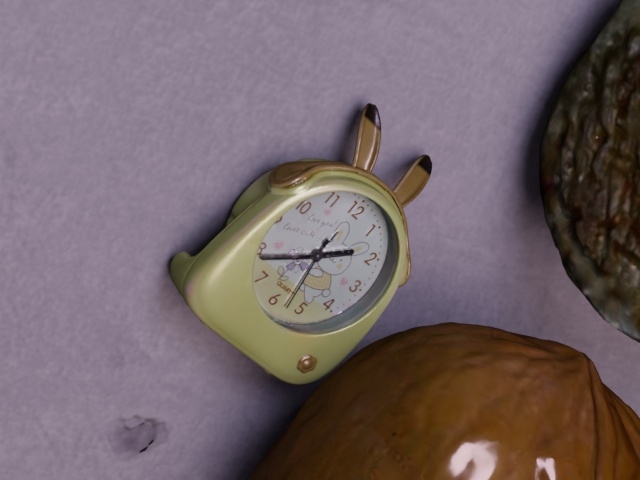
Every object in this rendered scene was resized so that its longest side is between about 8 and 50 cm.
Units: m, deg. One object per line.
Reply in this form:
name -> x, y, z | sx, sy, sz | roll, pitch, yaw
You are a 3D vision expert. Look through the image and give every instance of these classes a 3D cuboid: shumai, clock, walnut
shumai -> 0.417, -0.059, 1.660 | 0.348, 0.395, 0.395 | 11, 112, -50
clock -> 0.000, 0.000, 1.646 | 0.232, 0.069, 0.170 | -48, 123, 3
walnut -> 0.117, 0.260, 1.683 | 0.354, 0.308, 0.397 | 18, 109, -37
